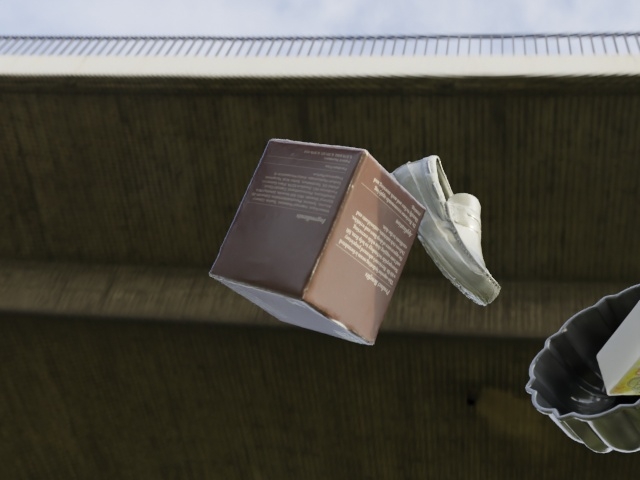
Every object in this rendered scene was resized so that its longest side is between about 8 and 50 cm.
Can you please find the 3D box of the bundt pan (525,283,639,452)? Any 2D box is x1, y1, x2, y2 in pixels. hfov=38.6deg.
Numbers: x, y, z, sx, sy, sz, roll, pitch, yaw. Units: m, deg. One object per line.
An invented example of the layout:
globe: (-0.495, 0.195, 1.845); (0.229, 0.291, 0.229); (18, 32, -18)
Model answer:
bundt pan: (0.502, 0.213, 1.458); (0.331, 0.331, 0.124); (-27, -72, 27)

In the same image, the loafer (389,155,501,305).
loafer: (0.206, -0.028, 1.448); (0.111, 0.319, 0.112); (-35, -44, 7)

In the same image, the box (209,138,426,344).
box: (0.000, 0.000, 1.175); (0.167, 0.203, 0.168); (12, -18, 39)

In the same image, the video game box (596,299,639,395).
video game box: (0.351, 0.059, 0.738); (0.187, 0.048, 0.205); (0, -37, -13)
